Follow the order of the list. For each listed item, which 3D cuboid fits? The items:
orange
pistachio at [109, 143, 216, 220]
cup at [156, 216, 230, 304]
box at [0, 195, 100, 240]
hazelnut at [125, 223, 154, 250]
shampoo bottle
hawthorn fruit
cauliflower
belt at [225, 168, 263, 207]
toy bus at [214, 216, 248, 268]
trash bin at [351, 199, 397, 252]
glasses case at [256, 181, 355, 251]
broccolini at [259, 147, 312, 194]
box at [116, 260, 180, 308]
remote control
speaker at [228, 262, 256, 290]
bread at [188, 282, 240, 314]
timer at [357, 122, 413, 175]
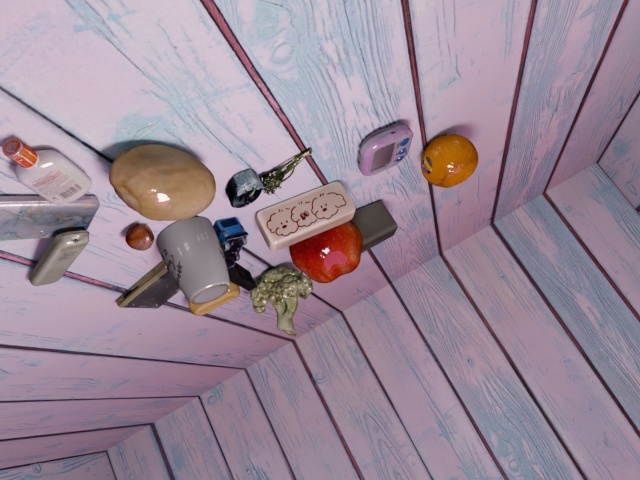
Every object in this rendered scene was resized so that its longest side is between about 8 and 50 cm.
[{"bbox_3d":[0.486,-0.301,2.043,0.219,0.193,0.219,-12,151,-6],"label":"orange"},{"bbox_3d":[-0.382,-0.138,1.324,0.162,0.182,0.292,3,179,39],"label":"pistachio"},{"bbox_3d":[-0.400,0.089,1.729,0.186,0.234,0.258,-17,159,-28],"label":"cup"},{"bbox_3d":[-0.683,-0.054,1.285,0.285,0.044,0.142,-6,145,-48],"label":"box"},{"bbox_3d":[-0.520,-0.008,1.559,0.086,0.086,0.086,-25,159,-10],"label":"hazelnut"},{"bbox_3d":[-0.593,-0.149,1.164,0.108,0.051,0.221,-28,159,-2],"label":"shampoo bottle"},{"bbox_3d":[0.000,0.000,2.055,0.287,0.287,0.330,-33,134,9],"label":"hawthorn fruit"},{"bbox_3d":[-0.178,0.247,2.360,0.260,0.281,0.327,22,151,-25],"label":"cauliflower"},{"bbox_3d":[-0.229,-0.153,1.628,0.105,0.058,0.140,-17,156,-31],"label":"belt"},{"bbox_3d":[-0.322,0.015,1.832,0.090,0.106,0.185,-17,151,-39],"label":"toy bus"},{"bbox_3d":[0.183,-0.047,2.278,0.240,0.164,0.122,-24,159,-16],"label":"trash bin"},{"bbox_3d":[-0.051,-0.087,1.900,0.336,0.144,0.076,-24,159,-17],"label":"glasses case"},{"bbox_3d":[-0.101,-0.213,1.658,0.201,0.058,0.074,-32,167,9],"label":"broccolini"},{"bbox_3d":[-0.571,0.163,1.940,0.270,0.045,0.210,-36,157,18],"label":"box"},{"bbox_3d":[-0.704,0.053,1.450,0.090,0.038,0.309,-13,164,-45],"label":"remote control"},{"bbox_3d":[-0.323,0.144,2.171,0.044,0.082,0.218,-31,159,3],"label":"speaker"},{"bbox_3d":[-0.433,0.220,2.181,0.217,0.098,0.147,-26,161,-3],"label":"bread"},{"bbox_3d":[0.218,-0.310,1.839,0.190,0.069,0.208,-25,160,-12],"label":"timer"}]
